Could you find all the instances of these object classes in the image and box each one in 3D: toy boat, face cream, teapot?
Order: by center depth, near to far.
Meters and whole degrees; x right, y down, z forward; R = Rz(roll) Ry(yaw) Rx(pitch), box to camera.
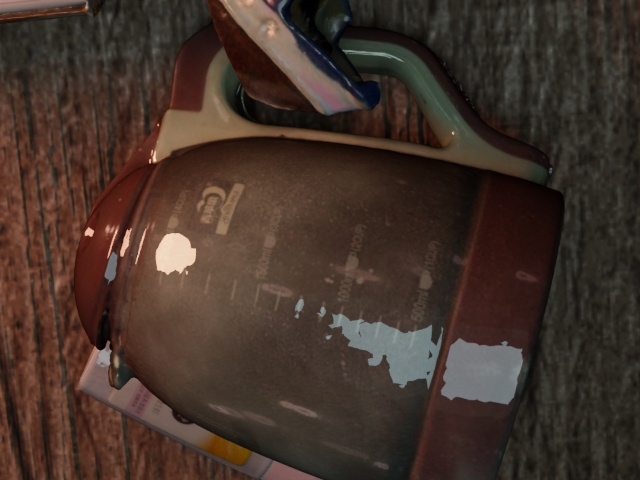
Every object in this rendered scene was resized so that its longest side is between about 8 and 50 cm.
[{"bbox_3d":[-0.016,-0.203,1.261,0.115,0.114,0.262,-17,79,21],"label":"toy boat"},{"bbox_3d":[0.000,0.000,1.310,0.312,0.233,0.315,16,77,2],"label":"teapot"},{"bbox_3d":[-0.076,0.120,1.411,0.198,0.057,0.084,24,113,-5],"label":"face cream"}]

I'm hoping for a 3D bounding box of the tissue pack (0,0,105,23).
[{"bbox_3d":[-0.267,-0.231,1.275,0.225,0.124,0.185,-6,107,3],"label":"tissue pack"}]
